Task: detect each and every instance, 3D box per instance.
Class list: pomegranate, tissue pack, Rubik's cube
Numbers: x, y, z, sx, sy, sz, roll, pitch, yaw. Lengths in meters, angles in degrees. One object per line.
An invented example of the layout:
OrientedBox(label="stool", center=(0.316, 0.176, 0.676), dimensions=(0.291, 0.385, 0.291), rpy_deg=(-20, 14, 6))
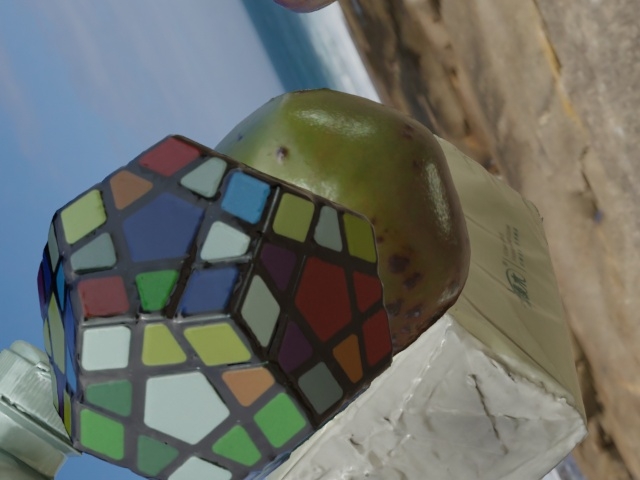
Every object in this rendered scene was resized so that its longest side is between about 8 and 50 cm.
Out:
OrientedBox(label="pomegranate", center=(0.001, -0.012, 0.749), dimensions=(0.198, 0.198, 0.246), rpy_deg=(65, -178, 17))
OrientedBox(label="tissue pack", center=(0.097, 0.113, 1.144), dimensions=(0.207, 0.297, 0.380), rpy_deg=(32, -155, -14))
OrientedBox(label="Rubik's cube", center=(-0.039, 0.027, 0.408), dimensions=(0.112, 0.133, 0.133), rpy_deg=(66, 179, -53))

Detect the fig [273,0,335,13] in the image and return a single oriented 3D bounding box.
OrientedBox(label="fig", center=(0.008, -0.342, 1.186), dimensions=(0.143, 0.230, 0.160), rpy_deg=(-9, -108, -43))

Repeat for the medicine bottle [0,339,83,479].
OrientedBox(label="medicine bottle", center=(-0.193, 0.159, 0.563), dimensions=(0.083, 0.229, 0.121), rpy_deg=(23, 162, 30))
